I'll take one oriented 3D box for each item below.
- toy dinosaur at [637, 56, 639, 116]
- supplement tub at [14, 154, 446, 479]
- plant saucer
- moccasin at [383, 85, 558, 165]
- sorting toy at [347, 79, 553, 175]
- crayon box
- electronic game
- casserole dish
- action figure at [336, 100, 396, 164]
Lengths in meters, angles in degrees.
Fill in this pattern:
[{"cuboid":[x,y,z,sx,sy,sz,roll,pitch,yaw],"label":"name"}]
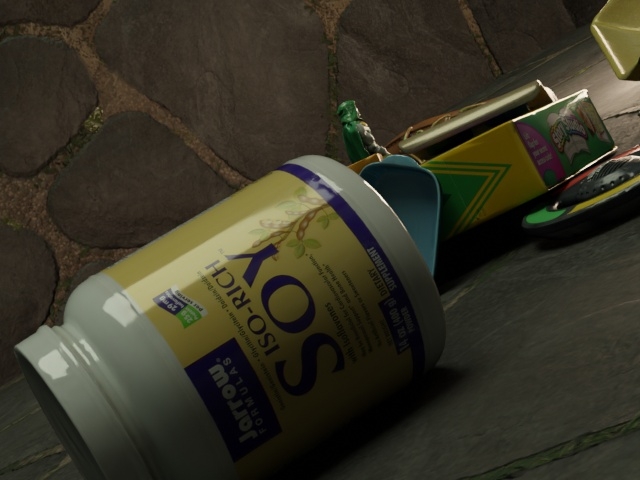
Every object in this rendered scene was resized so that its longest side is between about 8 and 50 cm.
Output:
[{"cuboid":[0.430,-0.152,1.300,0.218,0.164,0.322,29,37,32],"label":"toy dinosaur"},{"cuboid":[-0.080,0.096,1.238,0.331,0.241,0.241,-32,7,-18],"label":"supplement tub"},{"cuboid":[0.533,-0.370,1.912,0.332,0.081,0.333,-51,11,19],"label":"plant saucer"},{"cuboid":[0.230,-0.150,2.336,0.380,0.139,0.147,-16,3,25],"label":"moccasin"},{"cuboid":[0.187,-0.144,1.974,0.307,0.041,0.229,-24,-4,13],"label":"sorting toy"},{"cuboid":[0.192,-0.071,1.795,0.313,0.106,0.363,-25,1,28],"label":"crayon box"},{"cuboid":[0.332,-0.066,1.544,0.229,0.048,0.229,-29,7,4],"label":"electronic game"},{"cuboid":[0.093,-0.007,1.621,0.114,0.188,0.037,9,7,28],"label":"casserole dish"},{"cuboid":[0.090,-0.115,2.160,0.063,0.232,0.137,-30,7,-8],"label":"action figure"}]
